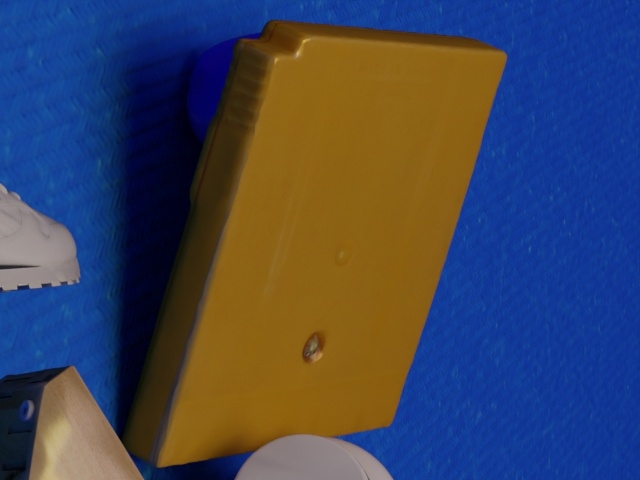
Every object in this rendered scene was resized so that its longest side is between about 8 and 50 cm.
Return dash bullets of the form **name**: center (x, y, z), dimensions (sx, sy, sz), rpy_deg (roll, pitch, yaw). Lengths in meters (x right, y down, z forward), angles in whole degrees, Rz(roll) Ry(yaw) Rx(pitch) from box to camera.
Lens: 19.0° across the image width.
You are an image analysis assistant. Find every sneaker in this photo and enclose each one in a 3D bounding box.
- **sneaker**: center (-0.215, -0.012, 1.108), dimensions (0.235, 0.090, 0.094), rpy_deg (2, 79, -67)

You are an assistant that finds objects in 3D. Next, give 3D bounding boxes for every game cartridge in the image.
- **game cartridge**: center (0.000, 0.000, 1.413), dimensions (0.285, 0.053, 0.323), rpy_deg (-2, 113, -52)

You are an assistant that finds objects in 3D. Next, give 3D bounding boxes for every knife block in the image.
- **knife block**: center (-0.112, 0.235, 1.203), dimensions (0.242, 0.088, 0.275), rpy_deg (17, 73, -35)

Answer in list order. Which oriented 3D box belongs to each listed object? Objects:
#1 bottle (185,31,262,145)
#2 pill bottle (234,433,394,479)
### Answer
- **bottle**: center (-0.003, -0.052, 1.516), dimensions (0.283, 0.118, 0.092), rpy_deg (53, 37, -51)
- **pill bottle**: center (0.001, 0.225, 1.440), dimensions (0.245, 0.136, 0.136), rpy_deg (71, 27, -68)
